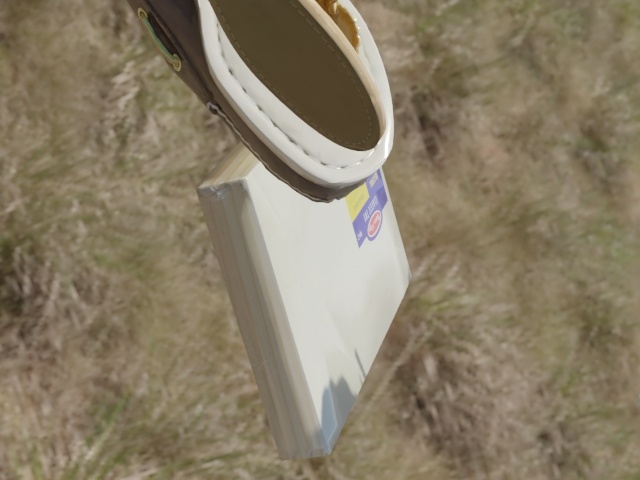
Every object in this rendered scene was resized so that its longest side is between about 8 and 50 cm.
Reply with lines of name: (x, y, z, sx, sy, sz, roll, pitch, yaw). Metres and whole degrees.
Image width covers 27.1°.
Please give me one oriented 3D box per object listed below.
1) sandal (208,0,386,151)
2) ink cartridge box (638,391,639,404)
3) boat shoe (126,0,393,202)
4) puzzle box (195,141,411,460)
sandal: (-0.028, -0.157, 0.707, 0.240, 0.088, 0.079, 44, 64, -24)
ink cartridge box: (0.345, 0.092, 0.978, 0.067, 0.198, 0.115, 55, 43, -37)
boat shoe: (-0.061, -0.149, 0.910, 0.116, 0.097, 0.324, -23, 67, -28)
puzzle box: (0.000, 0.000, 1.326, 0.409, 0.052, 0.272, -56, 132, -64)
